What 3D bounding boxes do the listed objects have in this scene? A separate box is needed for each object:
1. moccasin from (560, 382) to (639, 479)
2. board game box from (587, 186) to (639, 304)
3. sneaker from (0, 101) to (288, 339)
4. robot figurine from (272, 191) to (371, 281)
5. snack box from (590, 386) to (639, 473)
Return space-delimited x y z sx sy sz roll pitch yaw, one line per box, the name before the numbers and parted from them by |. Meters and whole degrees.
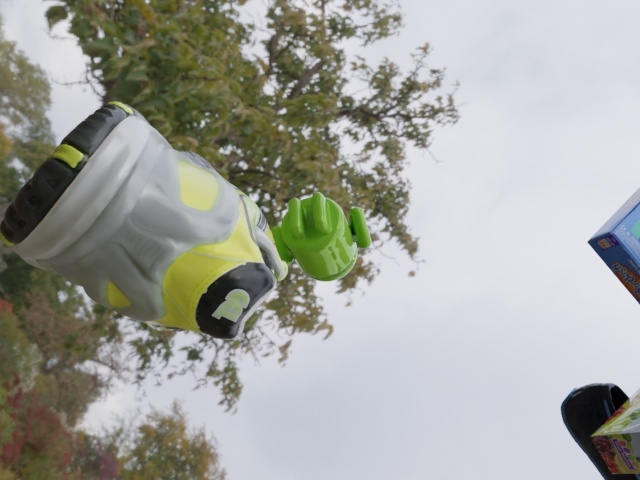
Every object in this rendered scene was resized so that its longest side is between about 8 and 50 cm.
moccasin | 0.535 0.379 0.939 0.342 0.138 0.117 46 -37 9
board game box | 0.475 -0.002 0.783 0.160 0.210 0.047 52 -23 3
sneaker | -0.110 0.011 0.487 0.147 0.145 0.385 40 1 -3
robot figurine | 0.000 0.000 0.614 0.115 0.101 0.067 62 16 -54
snack box | 0.518 0.249 0.822 0.070 0.174 0.207 61 -33 6
